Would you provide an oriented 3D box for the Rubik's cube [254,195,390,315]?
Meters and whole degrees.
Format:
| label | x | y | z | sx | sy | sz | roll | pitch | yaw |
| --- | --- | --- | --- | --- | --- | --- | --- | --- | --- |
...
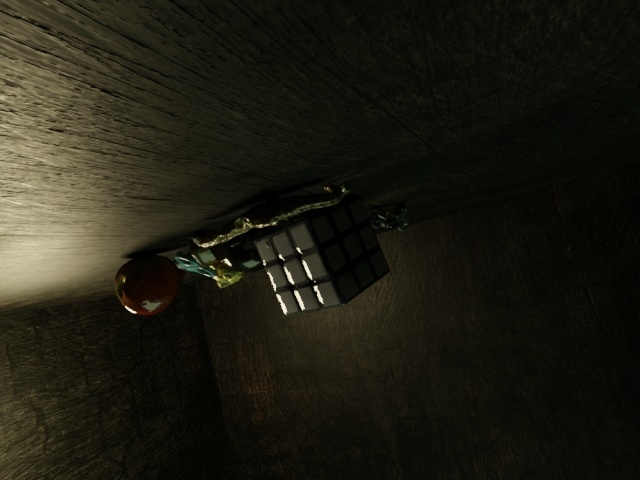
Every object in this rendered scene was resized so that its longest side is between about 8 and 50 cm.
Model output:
| label | x | y | z | sx | sy | sz | roll | pitch | yaw |
| --- | --- | --- | --- | --- | --- | --- | --- | --- | --- |
| Rubik's cube | 0.005 | 0.055 | 1.481 | 0.305 | 0.304 | 0.300 | -21 | -175 | 45 |

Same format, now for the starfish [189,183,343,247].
| label | x | y | z | sx | sy | sz | roll | pitch | yaw |
| --- | --- | --- | --- | --- | --- | --- | --- | --- | --- |
| starfish | -0.149 | -0.069 | 1.211 | 0.323 | 0.083 | 0.431 | -23 | -176 | -38 |

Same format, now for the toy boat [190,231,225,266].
| label | x | y | z | sx | sy | sz | roll | pitch | yaw |
| --- | --- | --- | --- | --- | --- | --- | --- | --- | --- |
| toy boat | -0.390 | 0.029 | 1.466 | 0.061 | 0.116 | 0.188 | -18 | 178 | 2 |

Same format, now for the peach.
| label | x | y | z | sx | sy | sz | roll | pitch | yaw |
| --- | --- | --- | --- | --- | --- | --- | --- | --- | --- |
| peach | -0.648 | 0.160 | 1.641 | 0.256 | 0.233 | 0.232 | -11 | 175 | -44 |

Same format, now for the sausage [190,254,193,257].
| label | x | y | z | sx | sy | sz | roll | pitch | yaw |
| --- | --- | --- | --- | --- | --- | --- | --- | --- | --- |
| sausage | -0.408 | 0.039 | 1.881 | 0.347 | 0.054 | 0.053 | -13 | 175 | -6 |

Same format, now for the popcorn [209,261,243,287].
| label | x | y | z | sx | sy | sz | roll | pitch | yaw |
| --- | --- | --- | --- | --- | --- | --- | --- | --- | --- |
| popcorn | -0.439 | 0.115 | 1.974 | 0.167 | 0.186 | 0.187 | -37 | 170 | -12 |

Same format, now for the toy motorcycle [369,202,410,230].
| label | x | y | z | sx | sy | sz | roll | pitch | yaw |
| --- | --- | --- | --- | --- | --- | --- | --- | --- | --- |
| toy motorcycle | 0.316 | -0.114 | 1.925 | 0.228 | 0.130 | 0.094 | 5 | -172 | -29 |

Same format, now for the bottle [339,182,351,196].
| label | x | y | z | sx | sy | sz | roll | pitch | yaw |
| --- | --- | --- | --- | --- | --- | --- | --- | --- | --- |
| bottle | 0.065 | -0.144 | 1.236 | 0.030 | 0.031 | 0.083 | -12 | 174 | -19 |

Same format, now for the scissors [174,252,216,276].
| label | x | y | z | sx | sy | sz | roll | pitch | yaw |
| --- | --- | --- | --- | --- | --- | --- | --- | --- | --- |
| scissors | -0.636 | 0.118 | 1.962 | 0.192 | 0.029 | 0.446 | 34 | 157 | -31 |

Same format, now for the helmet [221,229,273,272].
| label | x | y | z | sx | sy | sz | roll | pitch | yaw |
| --- | --- | --- | --- | --- | --- | --- | --- | --- | --- |
| helmet | -0.303 | 0.053 | 1.731 | 0.278 | 0.161 | 0.230 | -12 | 177 | -32 |
